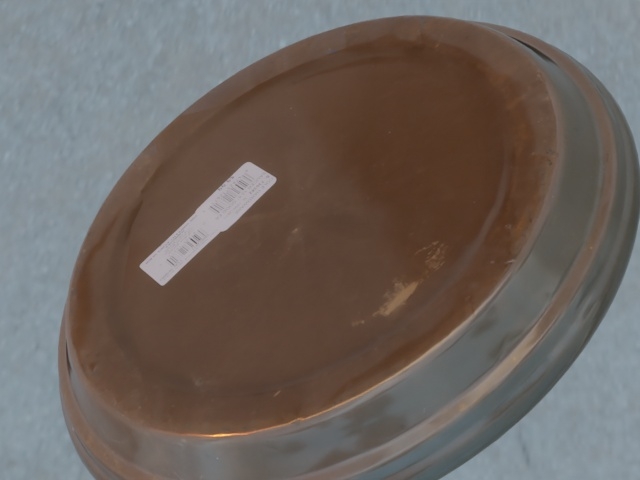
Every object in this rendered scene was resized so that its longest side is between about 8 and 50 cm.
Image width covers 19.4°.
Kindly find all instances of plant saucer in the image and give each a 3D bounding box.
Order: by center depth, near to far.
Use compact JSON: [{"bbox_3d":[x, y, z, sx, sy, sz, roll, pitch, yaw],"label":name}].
[{"bbox_3d":[0.000,0.000,0.801,0.278,0.278,0.041,-20,132,18],"label":"plant saucer"}]
